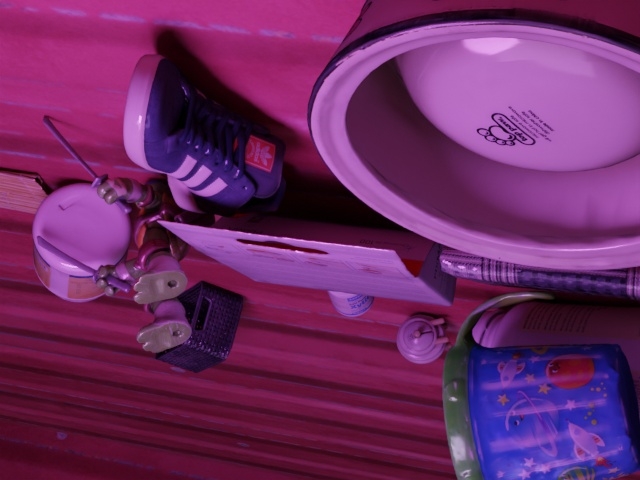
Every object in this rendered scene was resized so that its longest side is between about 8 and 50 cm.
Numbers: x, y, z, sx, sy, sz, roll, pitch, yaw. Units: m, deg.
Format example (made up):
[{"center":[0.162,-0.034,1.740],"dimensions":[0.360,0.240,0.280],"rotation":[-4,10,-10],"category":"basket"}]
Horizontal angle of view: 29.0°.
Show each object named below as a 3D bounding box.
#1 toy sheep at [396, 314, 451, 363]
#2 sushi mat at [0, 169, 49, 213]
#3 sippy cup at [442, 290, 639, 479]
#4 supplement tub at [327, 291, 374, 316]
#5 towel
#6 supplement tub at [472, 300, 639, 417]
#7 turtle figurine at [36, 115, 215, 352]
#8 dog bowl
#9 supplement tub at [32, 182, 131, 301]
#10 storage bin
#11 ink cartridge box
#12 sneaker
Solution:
[{"center":[0.168,0.161,2.039],"dimensions":[0.091,0.091,0.132],"rotation":[8,163,14],"category":"toy sheep"},{"center":[-0.564,-0.091,1.933],"dimensions":[0.317,0.019,0.151],"rotation":[9,157,9],"category":"sushi mat"},{"center":[0.299,0.233,1.619],"dimensions":[0.224,0.240,0.305],"rotation":[-11,118,19],"category":"sippy cup"},{"center":[0.044,0.068,1.896],"dimensions":[0.071,0.071,0.107],"rotation":[8,159,13],"category":"supplement tub"},{"center":[0.327,0.040,1.587],"dimensions":[0.312,0.056,0.324],"rotation":[6,177,15],"category":"towel"},{"center":[0.384,0.209,1.818],"dimensions":[0.325,0.235,0.235],"rotation":[2,156,28],"category":"supplement tub"},{"center":[-0.274,0.015,1.670],"dimensions":[0.275,0.266,0.197],"rotation":[19,119,-32],"category":"turtle figurine"},{"center":[0.203,-0.132,1.154],"dimensions":[0.408,0.150,0.408],"rotation":[12,154,6],"category":"dog bowl"},{"center":[-0.367,0.009,1.893],"dimensions":[0.144,0.144,0.199],"rotation":[16,159,-7],"category":"supplement tub"},{"center":[-0.216,0.157,2.203],"dimensions":[0.084,0.122,0.180],"rotation":[21,158,-19],"category":"storage bin"},{"center":[0.000,0.000,1.629],"dimensions":[0.308,0.091,0.385],"rotation":[7,169,17],"category":"ink cartridge box"},{"center":[-0.123,-0.116,1.468],"dimensions":[0.148,0.131,0.350],"rotation":[10,168,13],"category":"sneaker"}]
